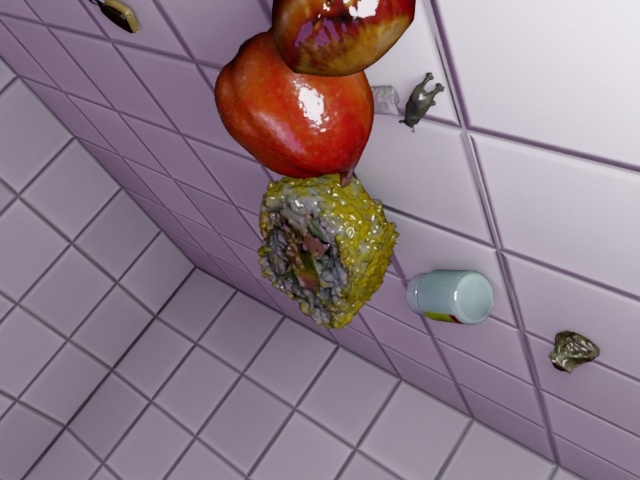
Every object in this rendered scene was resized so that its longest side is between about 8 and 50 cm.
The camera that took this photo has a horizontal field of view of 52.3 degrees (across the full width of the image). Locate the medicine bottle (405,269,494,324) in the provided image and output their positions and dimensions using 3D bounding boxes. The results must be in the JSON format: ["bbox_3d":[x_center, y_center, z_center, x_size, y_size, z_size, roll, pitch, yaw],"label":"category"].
[{"bbox_3d":[0.338,0.147,1.724,0.139,0.139,0.225,43,161,-19],"label":"medicine bottle"}]

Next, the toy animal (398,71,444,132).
[{"bbox_3d":[0.176,-0.241,1.178,0.047,0.065,0.136,37,163,3],"label":"toy animal"}]

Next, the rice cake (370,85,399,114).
[{"bbox_3d":[0.065,-0.279,1.320,0.055,0.049,0.270,33,167,-39],"label":"rice cake"}]

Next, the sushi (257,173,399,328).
[{"bbox_3d":[0.000,0.000,1.688,0.351,0.240,0.397,35,139,23],"label":"sushi"}]

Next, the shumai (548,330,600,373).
[{"bbox_3d":[0.621,0.284,1.619,0.099,0.087,0.124,40,161,-4],"label":"shumai"}]

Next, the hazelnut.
[{"bbox_3d":[0.031,-0.358,0.971,0.229,0.229,0.229,33,162,12],"label":"hazelnut"}]

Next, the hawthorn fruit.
[{"bbox_3d":[-0.041,-0.259,1.194,0.311,0.295,0.295,49,169,27],"label":"hawthorn fruit"}]

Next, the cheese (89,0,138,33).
[{"bbox_3d":[-0.545,-0.599,1.692,0.162,0.036,0.086,32,165,16],"label":"cheese"}]
